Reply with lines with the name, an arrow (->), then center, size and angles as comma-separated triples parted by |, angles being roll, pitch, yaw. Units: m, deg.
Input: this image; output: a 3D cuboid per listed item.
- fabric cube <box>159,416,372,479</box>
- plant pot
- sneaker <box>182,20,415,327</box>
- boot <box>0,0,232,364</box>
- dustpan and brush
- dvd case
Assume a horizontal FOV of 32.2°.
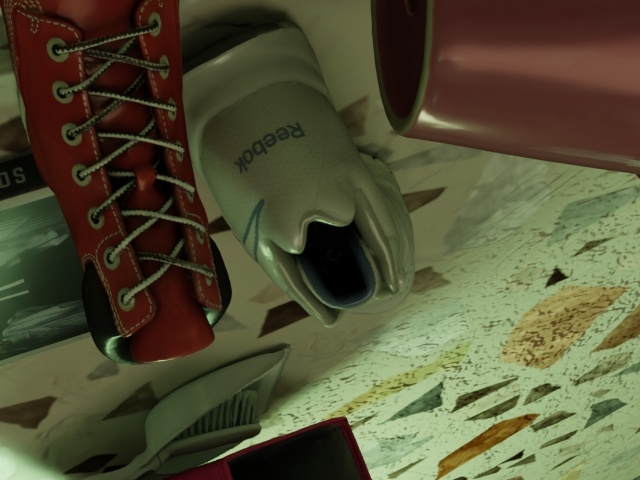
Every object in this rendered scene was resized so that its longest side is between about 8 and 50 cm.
fabric cube -> -0.084, 0.325, 0.942 | 0.258, 0.259, 0.254 | -26, 169, 19
plant pot -> 0.121, -0.114, 0.496 | 0.180, 0.201, 0.201 | -3, 150, -7
sneaker -> 0.000, 0.000, 0.648 | 0.111, 0.129, 0.297 | -30, 154, 7
boot -> -0.075, -0.054, 0.437 | 0.088, 0.176, 0.244 | -14, 150, -16
dustpan and brush -> -0.122, 0.169, 0.928 | 0.211, 0.060, 0.147 | -13, 151, -21
dvd case -> -0.202, 0.024, 0.637 | 0.238, 0.030, 0.179 | -18, 152, -13
